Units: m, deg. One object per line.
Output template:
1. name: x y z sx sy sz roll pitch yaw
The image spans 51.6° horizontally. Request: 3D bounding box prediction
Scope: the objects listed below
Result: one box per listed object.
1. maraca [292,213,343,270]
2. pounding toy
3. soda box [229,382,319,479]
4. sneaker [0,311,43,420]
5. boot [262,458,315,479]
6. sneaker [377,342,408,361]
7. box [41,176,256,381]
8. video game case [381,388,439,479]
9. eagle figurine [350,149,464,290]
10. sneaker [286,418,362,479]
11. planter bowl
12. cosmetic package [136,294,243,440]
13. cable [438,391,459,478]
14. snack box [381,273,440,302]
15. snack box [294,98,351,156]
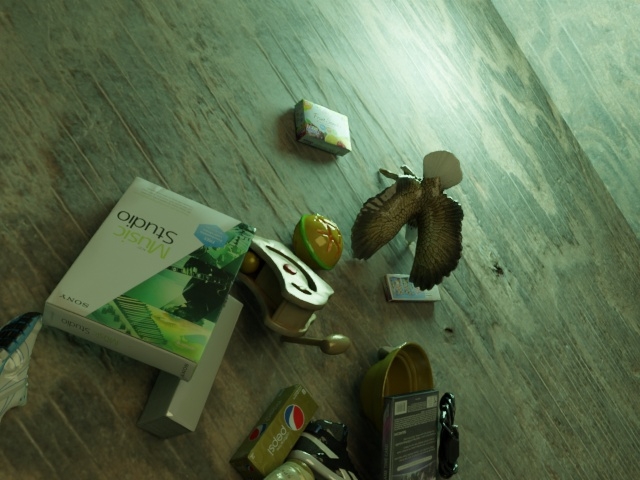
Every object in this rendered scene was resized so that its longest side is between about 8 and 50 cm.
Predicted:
1. maraca: 0.000 0.000 1.395 0.127 0.099 0.186 65 17 -3
2. pounding toy: -0.079 0.123 1.212 0.269 0.155 0.154 41 19 24
3. soda box: -0.078 0.339 1.168 0.061 0.058 0.181 52 44 -10
4. sneaker: -0.434 0.187 0.920 0.083 0.071 0.190 53 41 -34
5. boot: -0.086 0.497 1.022 0.203 0.095 0.261 -7 93 -48
6. sneaker: 0.177 0.255 1.463 0.152 0.054 0.061 27 43 -38
7. box: -0.256 0.048 1.060 0.232 0.058 0.322 23 42 -6
8. video game case: 0.176 0.436 1.290 0.196 0.026 0.274 11 81 -54
9. eagle figurine: 0.225 -0.052 1.568 0.225 0.226 0.298 64 34 -27
10. sneaker: 0.045 0.412 1.229 0.217 0.079 0.121 43 46 -17
11. planter bowl: 0.142 0.312 1.345 0.217 0.090 0.217 2 88 -54
12. cosmetic package: -0.210 0.201 1.089 0.060 0.099 0.239 39 48 -25
13. cable: 0.271 0.419 1.423 0.150 0.047 0.184 -81 164 -59
14. snack box: 0.220 0.115 1.590 0.178 0.022 0.064 5 67 -42
15. snack box: 0.006 -0.267 1.578 0.141 0.037 0.100 14 59 -38
